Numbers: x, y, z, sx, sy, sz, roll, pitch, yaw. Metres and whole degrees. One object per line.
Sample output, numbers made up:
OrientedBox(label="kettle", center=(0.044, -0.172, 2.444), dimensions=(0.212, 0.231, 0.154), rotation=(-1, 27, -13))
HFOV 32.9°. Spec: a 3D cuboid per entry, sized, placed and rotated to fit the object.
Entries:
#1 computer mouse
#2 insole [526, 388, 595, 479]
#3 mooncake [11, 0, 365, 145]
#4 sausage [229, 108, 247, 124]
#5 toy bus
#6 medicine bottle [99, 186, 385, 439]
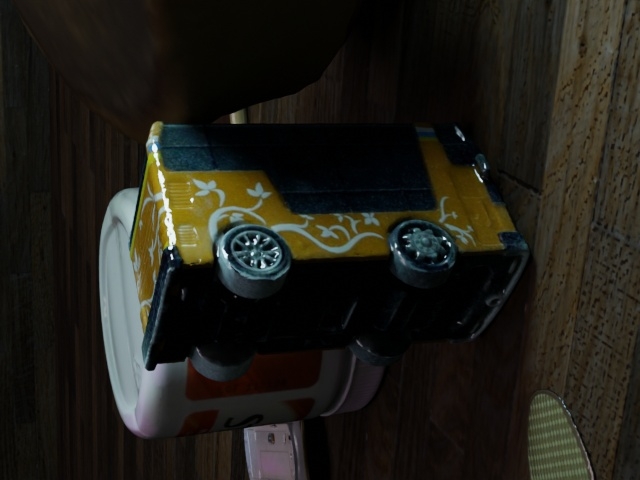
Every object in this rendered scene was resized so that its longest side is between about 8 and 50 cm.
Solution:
OrientedBox(label="computer mouse", center=(-0.045, 0.254, 1.298), dimensions=(0.199, 0.045, 0.102), rotation=(152, 113, -67))
OrientedBox(label="insole", center=(0.181, 0.232, 0.774), dimensions=(0.086, 0.005, 0.253), rotation=(149, 114, -67))
OrientedBox(label="mooncake", center=(-0.133, -0.283, 0.873), dimensions=(0.394, 0.246, 0.393), rotation=(43, 148, 38))
OrientedBox(label="sausage", center=(-0.109, -0.201, 1.402), dimensions=(0.024, 0.024, 0.132), rotation=(179, 86, -69))
OrientedBox(label="toy bus", center=(0.000, 0.000, 0.828), dimensions=(0.138, 0.275, 0.167), rotation=(111, 150, -47))
OrientedBox(label="medicine bottle", center=(-0.086, 0.064, 1.101), dimensions=(0.252, 0.241, 0.252), rotation=(175, 90, -69))
